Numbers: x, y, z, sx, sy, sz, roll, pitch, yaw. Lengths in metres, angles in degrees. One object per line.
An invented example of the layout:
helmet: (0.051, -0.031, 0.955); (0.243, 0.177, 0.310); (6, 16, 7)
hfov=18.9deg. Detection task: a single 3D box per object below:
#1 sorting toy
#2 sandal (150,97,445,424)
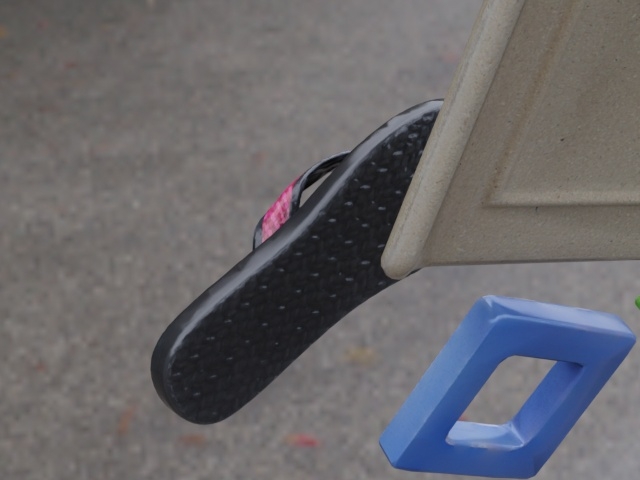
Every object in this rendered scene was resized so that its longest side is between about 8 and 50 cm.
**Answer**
sorting toy: (0.116, -0.074, 0.524); (0.196, 0.348, 0.047); (-4, 42, -31)
sandal: (0.000, 0.000, 0.764); (0.179, 0.067, 0.040); (-39, 38, -13)
